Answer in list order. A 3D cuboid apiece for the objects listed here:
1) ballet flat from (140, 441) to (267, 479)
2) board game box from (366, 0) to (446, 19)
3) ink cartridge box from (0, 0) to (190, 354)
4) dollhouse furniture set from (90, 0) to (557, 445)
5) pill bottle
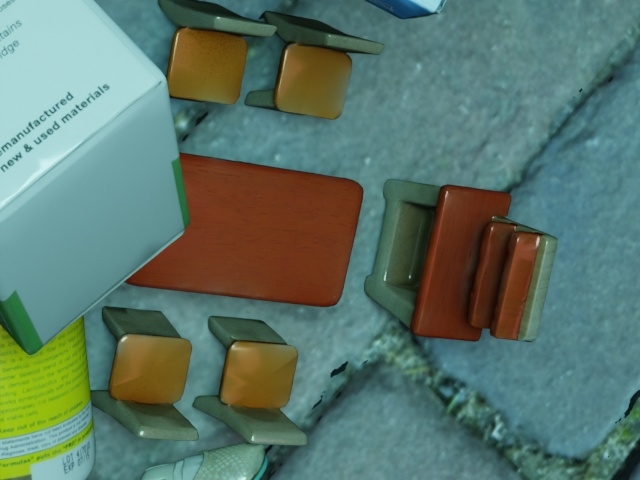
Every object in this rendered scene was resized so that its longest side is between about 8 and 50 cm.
[{"bbox_3d":[-0.106,0.174,1.165,0.168,0.057,0.052,-43,109,15],"label":"ballet flat"},{"bbox_3d":[-0.019,-0.303,0.849,0.308,0.086,0.302,27,91,-9],"label":"board game box"},{"bbox_3d":[-0.199,-0.102,0.915,0.117,0.201,0.278,-40,76,-13],"label":"ink cartridge box"},{"bbox_3d":[0.000,0.000,1.155,0.259,0.135,0.262,7,100,-29],"label":"dollhouse furniture set"},{"bbox_3d":[-0.195,0.041,1.074,0.117,0.117,0.215,-11,108,-25],"label":"pill bottle"}]
